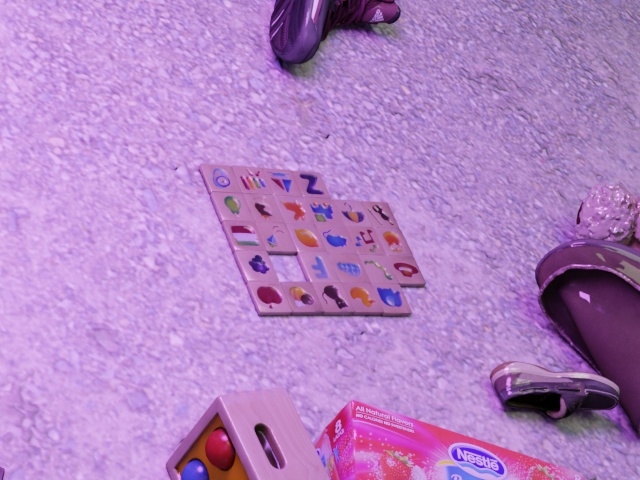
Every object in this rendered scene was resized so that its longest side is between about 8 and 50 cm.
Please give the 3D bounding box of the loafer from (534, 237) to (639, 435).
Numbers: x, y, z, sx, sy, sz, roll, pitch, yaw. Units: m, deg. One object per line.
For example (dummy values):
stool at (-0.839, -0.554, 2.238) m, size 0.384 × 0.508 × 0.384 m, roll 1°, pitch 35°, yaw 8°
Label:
loafer at (0.383, 0.143, 1.625) m, size 0.366 × 0.134 × 0.130 m, roll 41°, pitch 38°, yaw 5°

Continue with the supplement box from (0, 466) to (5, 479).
supplement box at (-0.287, 0.250, 1.030) m, size 0.081 × 0.104 × 0.188 m, roll 21°, pitch 41°, yaw -21°

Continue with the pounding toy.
pounding toy at (-0.061, 0.209, 1.223) m, size 0.100 × 0.130 × 0.141 m, roll -3°, pitch 53°, yaw -39°

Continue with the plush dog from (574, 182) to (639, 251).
plush dog at (0.477, -0.028, 1.797) m, size 0.262 × 0.225 × 0.210 m, roll -10°, pitch 57°, yaw -43°

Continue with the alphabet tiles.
alphabet tiles at (0.000, 0.000, 1.580) m, size 0.237 × 0.009 × 0.198 m, roll 3°, pitch 49°, yaw -36°

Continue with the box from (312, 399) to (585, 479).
box at (0.110, 0.256, 1.312) m, size 0.257 × 0.122 × 0.128 m, roll 20°, pitch 40°, yaw -20°

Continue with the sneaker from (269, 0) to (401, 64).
sneaker at (0.031, -0.294, 1.826) m, size 0.162 × 0.106 × 0.281 m, roll 25°, pitch 39°, yaw -19°

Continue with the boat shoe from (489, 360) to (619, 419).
boat shoe at (0.252, 0.168, 1.571) m, size 0.152 × 0.056 × 0.049 m, roll 9°, pitch 50°, yaw -17°
